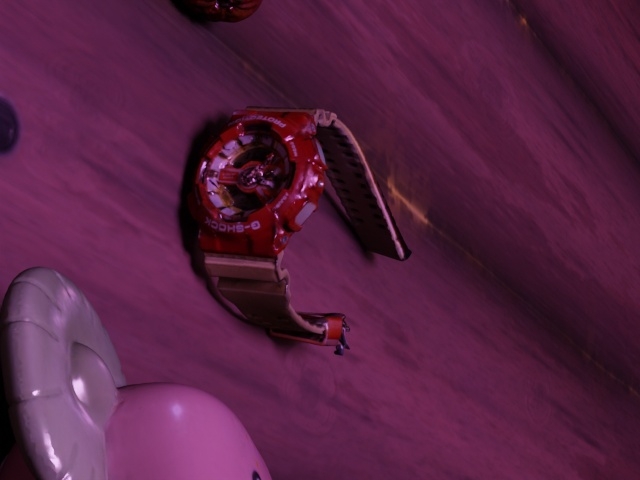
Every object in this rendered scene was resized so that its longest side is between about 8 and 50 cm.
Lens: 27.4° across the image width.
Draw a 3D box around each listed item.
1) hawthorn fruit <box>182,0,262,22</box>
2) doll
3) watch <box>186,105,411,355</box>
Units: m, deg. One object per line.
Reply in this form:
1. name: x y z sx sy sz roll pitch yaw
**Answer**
1. hawthorn fruit: -0.070 -0.197 0.945 0.077 0.077 0.077 16 71 -57
2. doll: -0.122 0.174 0.716 0.284 0.216 0.268 71 4 -51
3. watch: -0.004 0.002 1.014 0.268 0.102 0.164 56 47 -52
